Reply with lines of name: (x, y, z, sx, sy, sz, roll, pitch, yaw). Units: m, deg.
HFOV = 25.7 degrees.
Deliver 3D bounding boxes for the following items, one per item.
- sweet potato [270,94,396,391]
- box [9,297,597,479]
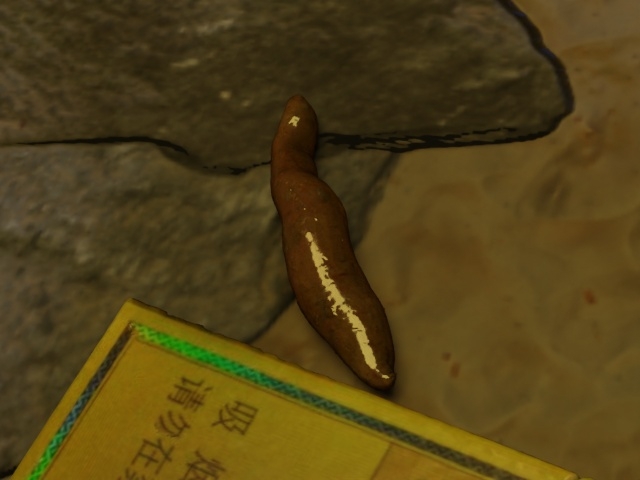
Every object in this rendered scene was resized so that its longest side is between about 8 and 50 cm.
sweet potato: (-0.001, -0.002, 0.675, 0.044, 0.044, 0.179, -21, 56, 1)
box: (0.008, 0.164, 0.541, 0.301, 0.084, 0.193, 20, 65, 24)
